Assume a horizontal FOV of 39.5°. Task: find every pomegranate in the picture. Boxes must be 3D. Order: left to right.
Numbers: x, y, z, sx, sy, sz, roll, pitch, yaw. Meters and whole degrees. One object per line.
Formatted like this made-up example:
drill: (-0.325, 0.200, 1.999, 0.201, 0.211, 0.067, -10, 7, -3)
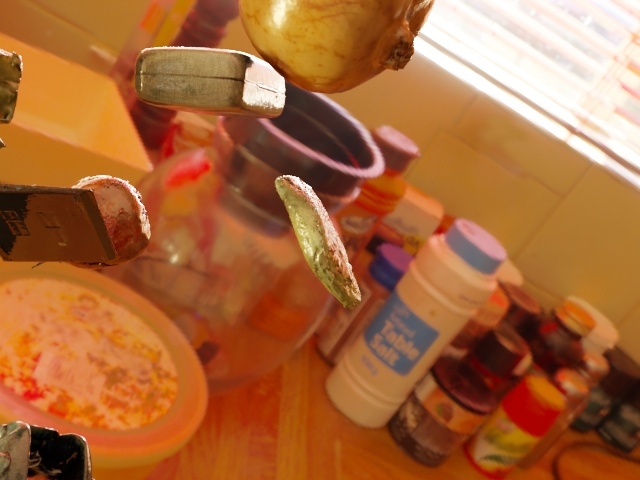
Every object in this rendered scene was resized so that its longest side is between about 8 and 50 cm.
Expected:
pomegranate: (0.024, -0.294, 1.069, 0.248, 0.248, 0.248, 28, 24, -14)

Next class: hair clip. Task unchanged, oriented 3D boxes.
hair clip: (-0.430, 0.299, 1.087, 0.310, 0.206, 0.194, 8, -11, 40)

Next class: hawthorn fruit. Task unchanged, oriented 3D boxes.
hawthorn fruit: (-0.428, -0.021, 1.626, 0.181, 0.235, 0.181, 55, -14, 21)

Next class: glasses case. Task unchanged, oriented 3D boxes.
glasses case: (-0.130, -0.199, 1.147, 0.131, 0.074, 0.323, 6, 7, 6)

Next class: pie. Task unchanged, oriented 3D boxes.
pie: (0.000, 0.000, 1.097, 0.187, 0.041, 0.187, 62, 3, -6)

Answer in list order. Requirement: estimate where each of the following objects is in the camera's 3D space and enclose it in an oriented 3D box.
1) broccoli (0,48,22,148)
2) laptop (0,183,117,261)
broccoli: (-0.486, -0.191, 0.999, 0.283, 0.304, 0.321, 9, 1, -28)
laptop: (-0.291, -0.013, 0.933, 0.135, 0.197, 0.016, 1, 70, -3)
